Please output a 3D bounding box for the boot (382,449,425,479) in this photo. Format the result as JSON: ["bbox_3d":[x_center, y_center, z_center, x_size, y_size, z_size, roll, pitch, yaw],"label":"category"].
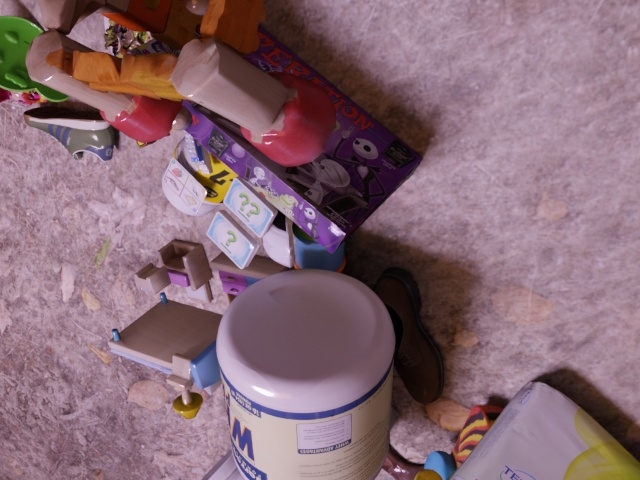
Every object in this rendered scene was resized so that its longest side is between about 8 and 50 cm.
[{"bbox_3d":[0.131,0.375,1.362,0.114,0.037,0.106,44,133,10],"label":"boot"}]

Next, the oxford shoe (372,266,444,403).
[{"bbox_3d":[0.118,0.161,1.182,0.082,0.096,0.227,-7,116,37],"label":"oxford shoe"}]

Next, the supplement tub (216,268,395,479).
[{"bbox_3d":[-0.016,0.228,1.123,0.235,0.235,0.325,20,135,24],"label":"supplement tub"}]

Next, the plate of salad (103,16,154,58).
[{"bbox_3d":[-0.253,-0.292,1.178,0.199,0.048,0.200,19,129,25],"label":"plate of salad"}]

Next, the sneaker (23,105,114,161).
[{"bbox_3d":[-0.433,-0.179,1.374,0.192,0.064,0.086,10,119,28],"label":"sneaker"}]

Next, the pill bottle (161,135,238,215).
[{"bbox_3d":[-0.143,-0.124,1.162,0.119,0.119,0.208,51,135,-4],"label":"pill bottle"}]

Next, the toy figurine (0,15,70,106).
[{"bbox_3d":[-0.519,-0.279,1.364,0.173,0.130,0.159,34,154,-21],"label":"toy figurine"}]

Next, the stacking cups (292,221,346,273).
[{"bbox_3d":[0.000,0.000,1.175,0.096,0.096,0.316,23,135,23],"label":"stacking cups"}]

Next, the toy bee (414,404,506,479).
[{"bbox_3d":[0.234,0.399,1.212,0.195,0.162,0.298,-10,133,-8],"label":"toy bee"}]

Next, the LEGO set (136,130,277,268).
[{"bbox_3d":[-0.161,-0.096,1.069,0.244,0.060,0.182,45,129,14],"label":"LEGO set"}]

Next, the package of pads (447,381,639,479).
[{"bbox_3d":[0.335,0.362,1.068,0.296,0.229,0.101,41,166,5],"label":"package of pads"}]

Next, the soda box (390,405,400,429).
[{"bbox_3d":[0.041,0.335,1.371,0.069,0.074,0.216,47,135,1],"label":"soda box"}]

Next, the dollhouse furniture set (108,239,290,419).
[{"bbox_3d":[-0.209,0.173,1.284,0.286,0.303,0.198,10,124,31],"label":"dollhouse furniture set"}]

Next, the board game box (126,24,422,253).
[{"bbox_3d":[-0.056,-0.156,1.014,0.346,0.208,0.056,40,132,7],"label":"board game box"}]

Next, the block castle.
[{"bbox_3d":[-0.087,-0.316,0.807,0.302,0.212,0.454,11,85,35],"label":"block castle"}]

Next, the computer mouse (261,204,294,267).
[{"bbox_3d":[-0.064,-0.026,1.131,0.042,0.193,0.106,-3,115,-4],"label":"computer mouse"}]

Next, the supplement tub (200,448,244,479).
[{"bbox_3d":[-0.120,0.553,1.555,0.272,0.191,0.191,45,135,2],"label":"supplement tub"}]
